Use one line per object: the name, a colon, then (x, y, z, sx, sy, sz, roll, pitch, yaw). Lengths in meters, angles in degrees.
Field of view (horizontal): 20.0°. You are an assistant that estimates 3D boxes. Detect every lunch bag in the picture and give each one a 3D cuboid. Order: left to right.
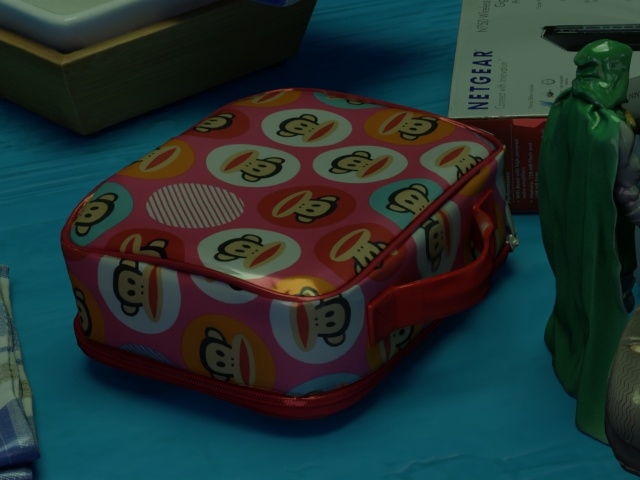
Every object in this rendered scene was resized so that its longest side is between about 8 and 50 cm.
lunch bag: (0.000, 0.000, 1.220, 0.258, 0.120, 0.293, 13, 31, 30)

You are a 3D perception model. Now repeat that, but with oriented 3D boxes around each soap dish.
soap dish: (-0.174, -0.203, 1.654, 0.291, 0.118, 0.229, -25, 33, -34)

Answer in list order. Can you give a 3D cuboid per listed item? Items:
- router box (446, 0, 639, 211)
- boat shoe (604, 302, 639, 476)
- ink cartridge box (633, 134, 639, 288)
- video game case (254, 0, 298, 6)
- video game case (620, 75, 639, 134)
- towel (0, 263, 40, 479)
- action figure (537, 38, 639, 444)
router box: (0.261, -0.131, 1.479, 0.301, 0.082, 0.335, -1, 27, 7)
boat shoe: (0.278, 0.072, 1.026, 0.132, 0.130, 0.355, 22, 31, 36)
ink cartridge box: (0.309, -0.039, 1.218, 0.191, 0.139, 0.082, -15, 23, -19)
video game case: (-0.058, -0.286, 1.601, 0.269, 0.061, 0.244, 17, 34, 34)
video game case: (0.350, -0.072, 1.041, 0.275, 0.035, 0.248, 9, -8, -22)
towel: (-0.295, 0.091, 1.185, 0.209, 0.034, 0.285, -11, 28, -10)
action figure: (0.168, -0.010, 1.087, 0.063, 0.232, 0.137, -11, 28, -13)
